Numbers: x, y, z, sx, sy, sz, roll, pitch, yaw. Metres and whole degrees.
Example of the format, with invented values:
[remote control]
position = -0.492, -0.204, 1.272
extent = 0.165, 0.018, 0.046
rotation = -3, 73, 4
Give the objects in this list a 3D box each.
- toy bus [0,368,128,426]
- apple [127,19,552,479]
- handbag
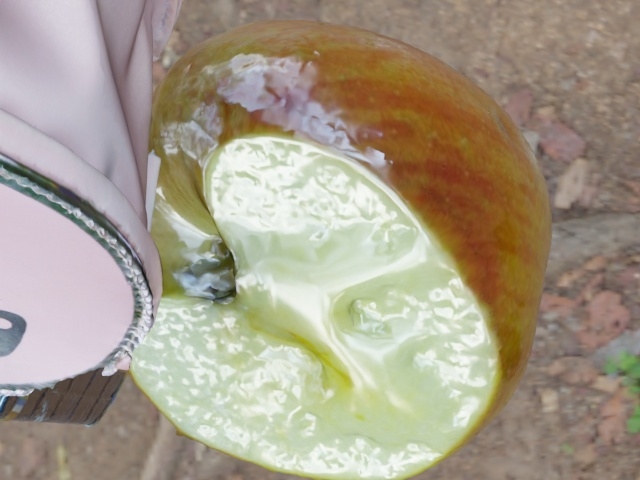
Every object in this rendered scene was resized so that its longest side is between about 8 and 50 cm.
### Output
[toy bus]
position = -0.248, 0.051, 1.286
extent = 0.162, 0.323, 0.194
rotation = 30, 87, 10
[apple]
position = 0.000, 0.000, 0.614
extent = 0.160, 0.173, 0.195
rotation = -92, 24, -51
[handbag]
position = -0.138, -0.047, 0.443
extent = 0.179, 0.205, 0.116
rotation = 126, 154, -55
